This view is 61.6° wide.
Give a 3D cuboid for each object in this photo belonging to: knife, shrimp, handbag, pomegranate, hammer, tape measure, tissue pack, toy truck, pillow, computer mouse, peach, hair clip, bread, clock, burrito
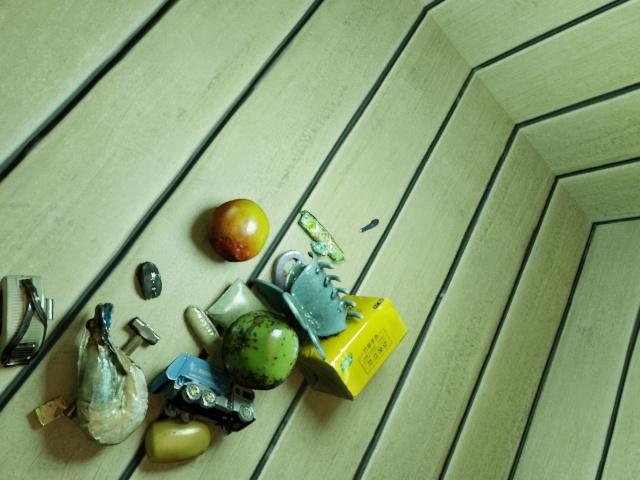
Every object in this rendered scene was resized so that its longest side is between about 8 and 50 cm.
[{"bbox_3d":[0.221,-0.066,2.437,0.121,0.018,0.031,-29,107,-33],"label":"knife"},{"bbox_3d":[-0.654,0.416,1.679,0.221,0.110,0.446,-6,90,-41],"label":"shrimp"},{"bbox_3d":[-0.824,0.521,1.646,0.083,0.027,0.061,-27,97,-37],"label":"handbag"},{"bbox_3d":[-0.184,0.391,1.905,0.340,0.285,0.285,25,68,-54],"label":"pomegranate"},{"bbox_3d":[-0.680,0.415,1.737,0.111,0.043,0.365,50,57,-20],"label":"hammer"},{"bbox_3d":[-0.851,0.236,1.543,0.133,0.231,0.271,6,80,-35],"label":"tape measure"},{"bbox_3d":[0.114,0.412,2.139,0.382,0.293,0.228,-45,113,-29],"label":"tissue pack"},{"bbox_3d":[-0.392,0.528,1.836,0.367,0.146,0.175,34,33,-28],"label":"toy truck"},{"bbox_3d":[-0.271,0.306,2.018,0.185,0.075,0.302,-49,113,-24],"label":"pillow"},{"bbox_3d":[-0.585,0.137,1.847,0.079,0.047,0.135,-9,91,-34],"label":"computer mouse"},{"bbox_3d":[-0.300,-0.035,1.969,0.231,0.231,0.231,5,81,-33],"label":"peach"},{"bbox_3d":[-0.029,0.229,1.987,0.238,0.392,0.318,-37,110,-17],"label":"hair clip"},{"bbox_3d":[-0.413,0.326,1.935,0.073,0.053,0.214,-34,102,-36],"label":"bread"},{"bbox_3d":[-0.111,0.142,2.153,0.172,0.064,0.198,-45,109,-9],"label":"clock"},{"bbox_3d":[-0.479,0.675,1.819,0.217,0.098,0.147,1,80,-35],"label":"bread"},{"bbox_3d":[0.000,0.000,2.256,0.288,0.054,0.104,48,61,-20],"label":"burrito"}]
